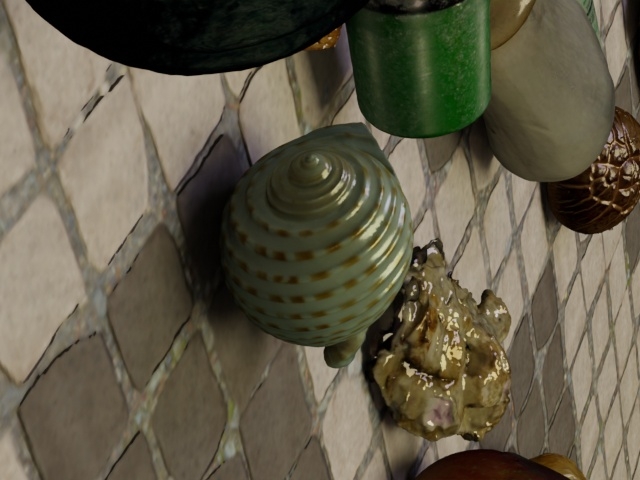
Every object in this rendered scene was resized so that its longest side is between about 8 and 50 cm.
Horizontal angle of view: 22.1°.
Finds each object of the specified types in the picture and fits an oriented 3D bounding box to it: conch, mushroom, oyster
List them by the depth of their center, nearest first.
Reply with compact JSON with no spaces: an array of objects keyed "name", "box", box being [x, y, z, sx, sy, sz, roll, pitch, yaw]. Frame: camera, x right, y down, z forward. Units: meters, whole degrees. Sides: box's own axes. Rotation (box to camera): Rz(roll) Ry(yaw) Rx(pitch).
[{"name":"conch","box":[-0.006,-0.003,0.911,0.153,0.102,0.135,118,-16,-52]},{"name":"oyster","box":[0.102,0.070,1.209,0.191,0.081,0.163,-51,135,-58]},{"name":"mushroom","box":[0.145,-0.151,1.246,0.159,0.122,0.329,64,12,23]},{"name":"mushroom","box":[0.262,-0.066,1.540,0.126,0.085,0.109,63,39,-42]}]

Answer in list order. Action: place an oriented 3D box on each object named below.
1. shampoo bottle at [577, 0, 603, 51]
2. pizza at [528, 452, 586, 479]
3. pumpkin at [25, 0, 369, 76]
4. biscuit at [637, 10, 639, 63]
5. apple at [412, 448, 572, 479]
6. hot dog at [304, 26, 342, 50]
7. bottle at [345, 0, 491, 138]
[{"name":"shampoo bottle","box":[0.238,-0.187,1.517,0.190,0.041,0.069,63,34,-52]},{"name":"pizza","box":[0.219,0.341,1.457,0.277,0.114,0.408,-85,163,-45]},{"name":"pumpkin","box":[-0.090,-0.168,0.581,0.248,0.248,0.248,5,90,-67]},{"name":"biscuit","box":[0.422,-0.258,1.870,0.213,0.091,0.274,-67,149,-31]},{"name":"apple","box":[0.148,0.252,1.210,0.174,0.188,0.207,-57,142,-40]},{"name":"hot dog","box":[-0.010,-0.139,0.955,0.083,0.035,0.058,-18,104,-65]},{"name":"bottle","box":[0.049,-0.211,0.937,0.093,0.093,0.330,-61,152,-43]}]
